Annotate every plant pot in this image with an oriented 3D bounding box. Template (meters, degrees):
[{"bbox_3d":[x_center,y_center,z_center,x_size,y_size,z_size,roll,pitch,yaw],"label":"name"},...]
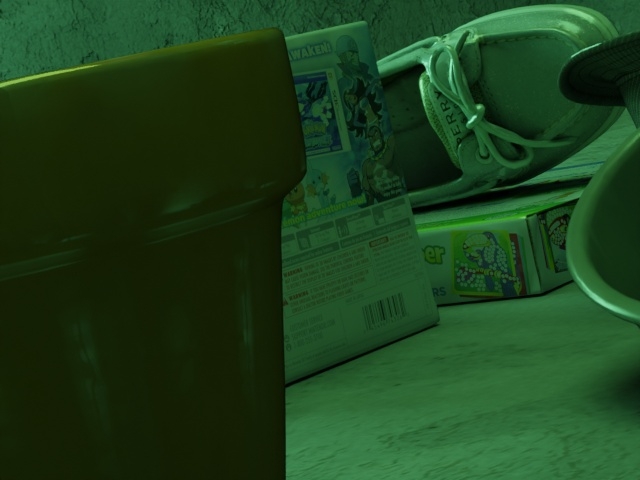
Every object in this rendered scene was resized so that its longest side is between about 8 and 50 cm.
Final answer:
[{"bbox_3d":[-0.095,0.036,0.682,0.205,0.188,0.205,-12,6,1],"label":"plant pot"}]

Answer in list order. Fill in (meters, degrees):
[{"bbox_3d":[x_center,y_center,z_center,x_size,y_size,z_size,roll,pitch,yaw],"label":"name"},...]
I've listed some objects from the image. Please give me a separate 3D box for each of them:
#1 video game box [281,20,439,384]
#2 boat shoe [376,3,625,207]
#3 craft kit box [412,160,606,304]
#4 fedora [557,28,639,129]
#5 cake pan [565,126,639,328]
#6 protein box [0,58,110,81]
[{"bbox_3d":[-0.031,-0.017,1.075,0.048,0.187,0.205,-7,7,43],"label":"video game box"},{"bbox_3d":[0.062,-0.074,1.321,0.320,0.118,0.103,-14,11,32],"label":"boat shoe"},{"bbox_3d":[0.109,-0.004,1.328,0.250,0.061,0.247,-8,5,40],"label":"craft kit box"},{"bbox_3d":[0.271,-0.059,1.081,0.244,0.124,0.275,-12,-5,30],"label":"fedora"},{"bbox_3d":[0.249,-0.029,0.814,0.293,0.054,0.293,-24,21,10],"label":"cake pan"},{"bbox_3d":[-0.234,-0.003,1.308,0.201,0.199,0.136,-16,6,-28],"label":"protein box"}]
